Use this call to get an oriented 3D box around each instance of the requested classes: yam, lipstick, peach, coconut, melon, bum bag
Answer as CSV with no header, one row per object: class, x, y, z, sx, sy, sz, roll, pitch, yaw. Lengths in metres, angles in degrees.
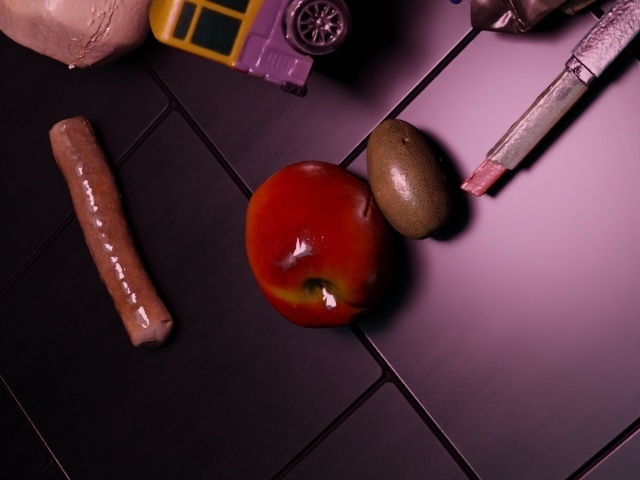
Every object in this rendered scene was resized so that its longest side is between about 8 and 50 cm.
yam,-0.298,-0.014,1.823,0.081,0.081,0.356,-31,76,22
lipstick,0.288,-0.168,1.560,0.051,0.051,0.312,47,109,18
peach,0.000,0.000,1.650,0.196,0.226,0.190,5,128,-6
coconut,-0.325,-0.378,1.763,0.245,0.245,0.247,34,109,23
melon,0.110,-0.078,1.613,0.099,0.099,0.162,-30,74,22
bum bag,0.245,-0.418,1.565,0.144,0.095,0.340,-6,80,35

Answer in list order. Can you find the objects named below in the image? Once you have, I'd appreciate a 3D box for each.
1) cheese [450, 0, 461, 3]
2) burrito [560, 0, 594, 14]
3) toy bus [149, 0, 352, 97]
cheese,0.136,-0.399,1.602,0.155,0.062,0.244,-55,46,40
burrito,0.359,-0.319,1.531,0.171,0.042,0.051,-19,50,19
toy bus,-0.044,-0.431,1.563,0.249,0.209,0.440,18,110,-14
